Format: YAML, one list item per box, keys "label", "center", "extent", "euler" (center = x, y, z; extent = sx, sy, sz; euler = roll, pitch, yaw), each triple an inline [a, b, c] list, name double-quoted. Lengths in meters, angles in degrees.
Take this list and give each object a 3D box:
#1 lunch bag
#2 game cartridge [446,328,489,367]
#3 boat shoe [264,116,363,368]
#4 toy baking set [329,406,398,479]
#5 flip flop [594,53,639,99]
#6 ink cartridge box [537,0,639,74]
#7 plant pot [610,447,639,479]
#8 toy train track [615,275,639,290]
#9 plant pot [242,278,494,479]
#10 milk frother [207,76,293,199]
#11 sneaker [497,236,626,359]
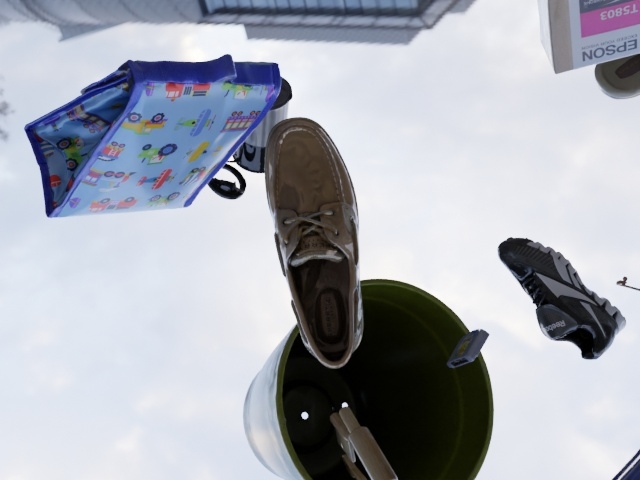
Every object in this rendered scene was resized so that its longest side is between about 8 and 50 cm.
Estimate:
- label: "lunch bag"
  center: [-0.197, -0.145, 1.084]
  extent: [0.221, 0.138, 0.293]
  euler: [-8, 165, -45]
- label: "game cartridge"
  center: [0.216, 0.156, 1.257]
  extent: [0.017, 0.083, 0.056]
  euler: [40, -113, -1]
- label: "boat shoe"
  center: [0.000, 0.000, 1.157]
  extent: [0.122, 0.341, 0.110]
  euler: [-13, -176, 2]
- label: "toy baking set"
  center: [0.083, 0.340, 1.138]
  extent: [0.030, 0.197, 0.256]
  euler: [-24, -134, -12]
- label: "flip flop"
  center: [0.547, -0.323, 1.335]
  extent: [0.277, 0.080, 0.112]
  euler: [-33, -114, -1]
- label: "ink cartridge box"
  center: [0.410, -0.344, 1.147]
  extent: [0.235, 0.193, 0.088]
  euler: [-14, -133, 10]
- label: "plant pot"
  center: [0.383, 0.265, 0.794]
  extent: [0.212, 0.236, 0.236]
  euler: [42, -87, 22]
- label: "toy train track"
  center: [0.409, 0.059, 1.090]
  extent: [0.048, 0.014, 0.083]
  euler: [14, -176, -27]
- label: "plant pot"
  center: [0.037, 0.281, 1.438]
  extent: [0.366, 0.366, 0.353]
  euler: [-37, -179, -28]
- label: "milk frother"
  center: [-0.108, -0.150, 1.260]
  extent: [0.129, 0.135, 0.143]
  euler: [0, -128, -7]
- label: "sneaker"
  center: [0.353, 0.091, 1.290]
  extent: [0.106, 0.234, 0.078]
  euler: [-54, -174, -36]
